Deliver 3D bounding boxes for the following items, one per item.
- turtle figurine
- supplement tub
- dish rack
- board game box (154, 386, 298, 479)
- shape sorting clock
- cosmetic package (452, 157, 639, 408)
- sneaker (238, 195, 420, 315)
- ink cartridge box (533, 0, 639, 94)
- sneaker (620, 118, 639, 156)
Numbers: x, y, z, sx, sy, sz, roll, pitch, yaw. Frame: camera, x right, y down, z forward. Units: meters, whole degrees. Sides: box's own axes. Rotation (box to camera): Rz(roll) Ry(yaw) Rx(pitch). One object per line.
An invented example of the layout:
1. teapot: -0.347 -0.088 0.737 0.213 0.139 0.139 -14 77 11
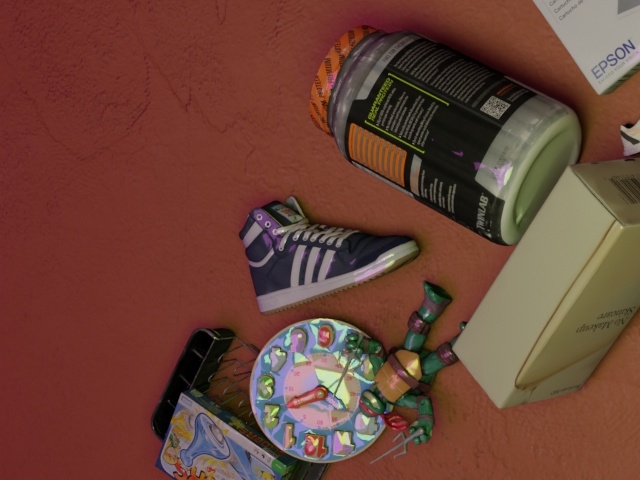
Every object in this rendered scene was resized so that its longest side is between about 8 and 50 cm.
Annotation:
1. turtle figurine: 0.109 0.178 1.994 0.175 0.118 0.234 42 104 4
2. supplement tub: 0.153 -0.142 1.860 0.316 0.193 0.194 31 114 25
3. dish rack: -0.108 0.274 2.183 0.271 0.074 0.208 38 118 22
4. board game box: -0.140 0.325 2.151 0.201 0.035 0.136 31 114 24
5. shape sorting clock: 0.002 0.212 2.075 0.206 0.040 0.206 1 97 5
6. cosmetic package: 0.306 0.052 1.774 0.113 0.160 0.309 53 134 32
7. sneaker: 0.000 0.000 2.045 0.282 0.099 0.153 -20 89 38
8. ink cartridge box: 0.362 -0.329 1.774 0.223 0.045 0.224 -40 75 32
9. sneaker: 0.410 -0.136 1.781 0.109 0.040 0.044 -20 85 34
